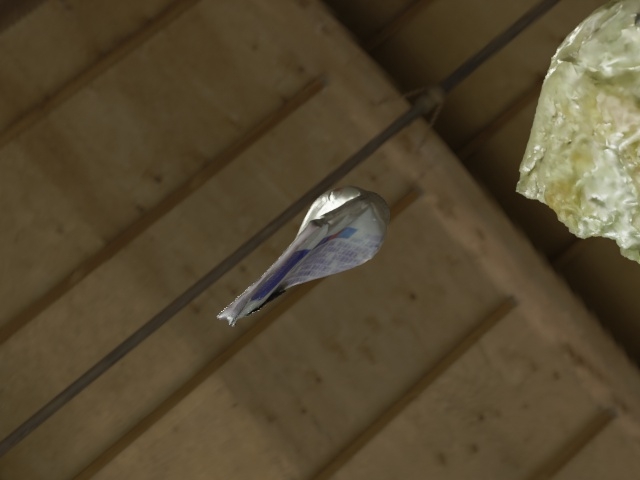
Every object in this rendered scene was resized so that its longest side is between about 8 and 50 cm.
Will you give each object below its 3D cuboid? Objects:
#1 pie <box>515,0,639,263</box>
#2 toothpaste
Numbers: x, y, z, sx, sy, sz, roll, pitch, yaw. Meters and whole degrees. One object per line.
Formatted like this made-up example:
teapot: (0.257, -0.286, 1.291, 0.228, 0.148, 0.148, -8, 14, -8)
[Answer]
pie: (0.294, -0.039, 1.123, 0.338, 0.075, 0.337, 5, -67, 11)
toothpaste: (0.000, 0.002, 1.467, 0.068, 0.282, 0.099, 17, -76, 15)
